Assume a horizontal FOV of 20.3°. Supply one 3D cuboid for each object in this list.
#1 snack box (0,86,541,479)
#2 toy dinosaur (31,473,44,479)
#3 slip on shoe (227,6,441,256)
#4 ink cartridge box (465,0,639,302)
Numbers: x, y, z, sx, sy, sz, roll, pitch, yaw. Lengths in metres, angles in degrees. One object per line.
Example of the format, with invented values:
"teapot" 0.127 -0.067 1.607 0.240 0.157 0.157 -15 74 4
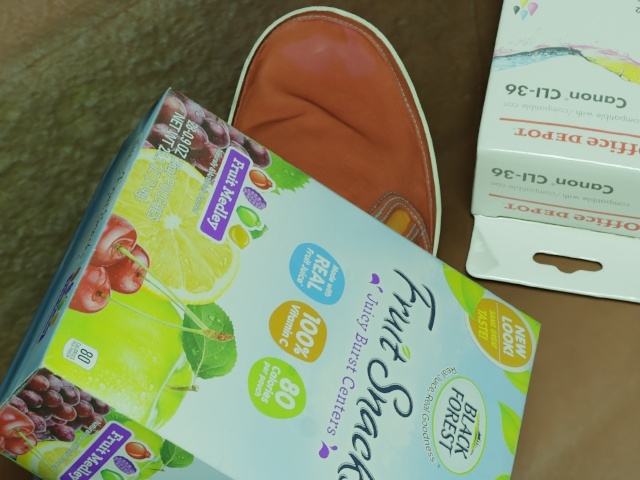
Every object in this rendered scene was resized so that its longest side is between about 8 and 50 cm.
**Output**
"snack box" -0.016 0.058 0.757 0.207 0.070 0.174 33 43 -15
"toy dinosaur" -0.047 0.246 0.722 0.121 0.160 0.313 -32 59 -18
"slip on shoe" 0.000 0.000 0.926 0.123 0.101 0.331 1 54 5
"ink cartridge box" 0.148 -0.068 0.985 0.115 0.067 0.198 8 56 8
